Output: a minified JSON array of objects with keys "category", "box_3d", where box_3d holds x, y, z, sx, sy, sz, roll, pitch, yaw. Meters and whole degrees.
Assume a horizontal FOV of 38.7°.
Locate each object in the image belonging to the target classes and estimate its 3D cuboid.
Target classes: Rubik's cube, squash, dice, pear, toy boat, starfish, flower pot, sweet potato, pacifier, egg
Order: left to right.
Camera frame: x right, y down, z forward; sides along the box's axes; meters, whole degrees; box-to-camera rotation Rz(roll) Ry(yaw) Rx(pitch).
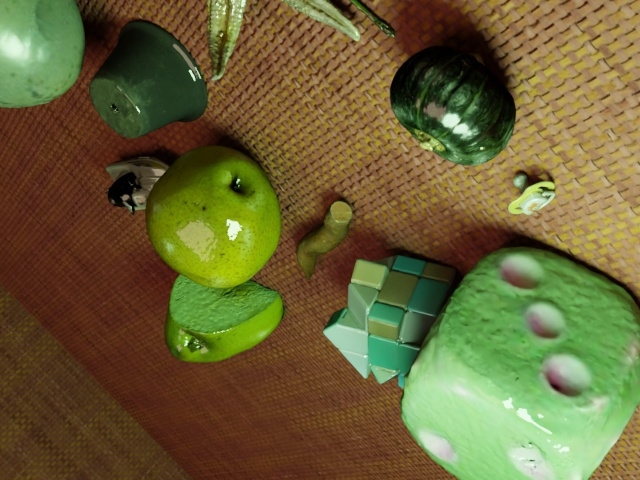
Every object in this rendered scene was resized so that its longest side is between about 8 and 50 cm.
[{"category":"egg","box_3d":[-0.661,-0.444,1.785,0.428,0.345,0.345,35,151,-19]},{"category":"flower pot","box_3d":[-0.360,-0.299,1.811,0.235,0.148,0.235,29,145,23]},{"category":"toy boat","box_3d":[-0.410,-0.121,2.093,0.269,0.141,0.141,14,140,58]},{"category":"pear","box_3d":[-0.210,-0.049,1.825,0.294,0.294,0.294,28,145,22]},{"category":"pear","box_3d":[-0.252,0.198,2.193,0.292,0.292,0.159,23,134,28]},{"category":"starfish","box_3d":[-0.138,-0.454,1.409,0.384,0.132,0.398,15,126,31]},{"category":"sweet potato","box_3d":[0.000,0.000,1.855,0.067,0.059,0.281,24,151,-11]},{"category":"Rubik's cube","box_3d":[0.137,0.151,1.745,0.213,0.224,0.265,12,134,18]},{"category":"squash","box_3d":[0.193,-0.195,1.321,0.193,0.156,0.193,56,176,6]},{"category":"dice","box_3d":[0.342,0.228,1.510,0.330,0.322,0.318,32,146,19]},{"category":"pacifier","box_3d":[0.328,-0.077,1.430,0.083,0.068,0.064,-48,55,41]}]

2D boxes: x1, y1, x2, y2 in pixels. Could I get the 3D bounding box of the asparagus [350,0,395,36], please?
[{"category":"asparagus","box_3d":[0.052,-0.369,1.408,0.166,0.016,0.013,42,114,3]}]
